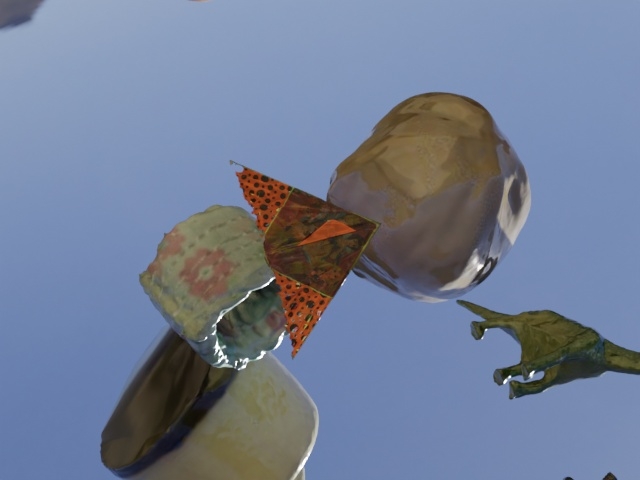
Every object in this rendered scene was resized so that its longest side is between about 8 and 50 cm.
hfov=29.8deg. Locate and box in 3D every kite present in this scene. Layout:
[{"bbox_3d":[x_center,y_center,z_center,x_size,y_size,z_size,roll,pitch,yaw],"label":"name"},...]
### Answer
[{"bbox_3d":[0.000,0.000,1.164,0.125,0.008,0.222,-16,-115,-6],"label":"kite"}]

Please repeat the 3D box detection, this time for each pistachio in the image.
[{"bbox_3d":[0.118,-0.033,1.349,0.226,0.332,0.208,-4,-113,-3],"label":"pistachio"}]

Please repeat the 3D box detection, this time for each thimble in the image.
[{"bbox_3d":[-0.126,0.064,1.570,0.149,0.185,0.211,41,-146,27],"label":"thimble"}]

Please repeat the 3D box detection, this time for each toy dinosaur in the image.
[{"bbox_3d":[0.380,0.132,1.648,0.301,0.087,0.447,-16,-152,-14],"label":"toy dinosaur"}]

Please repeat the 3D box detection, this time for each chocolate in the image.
[{"bbox_3d":[-0.153,0.297,1.913,0.314,0.297,0.326,-29,-147,43],"label":"chocolate"}]

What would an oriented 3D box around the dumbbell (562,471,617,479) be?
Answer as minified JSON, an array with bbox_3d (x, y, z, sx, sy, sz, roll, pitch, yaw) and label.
[{"bbox_3d":[0.257,0.339,1.342,0.208,0.099,0.099,-47,-155,-4],"label":"dumbbell"}]
